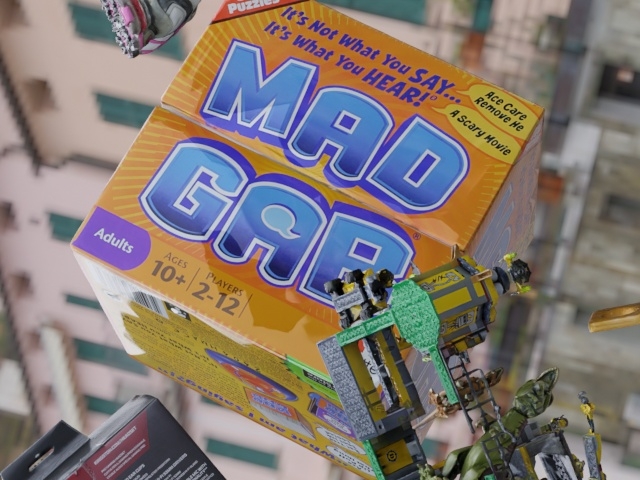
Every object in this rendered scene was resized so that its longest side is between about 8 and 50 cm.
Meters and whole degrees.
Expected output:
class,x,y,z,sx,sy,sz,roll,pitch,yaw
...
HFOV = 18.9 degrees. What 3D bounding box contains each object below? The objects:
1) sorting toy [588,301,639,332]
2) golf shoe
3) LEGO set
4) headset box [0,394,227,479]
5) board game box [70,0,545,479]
class,x,y,z,sx,sy,sz,roll,pitch,yaw
sorting toy,0.442,0.034,1.971,0.196,0.347,0.047,-80,-24,-82
golf shoe,-0.135,-0.194,1.593,0.186,0.086,0.067,-152,39,-75
LEGO set,0.157,0.147,1.643,0.192,0.331,0.255,-21,-11,-32
headset box,-0.162,0.293,1.716,0.218,0.293,0.110,-42,8,-14
board game box,0.000,0.000,2.076,0.356,0.356,0.356,-60,-14,-17
